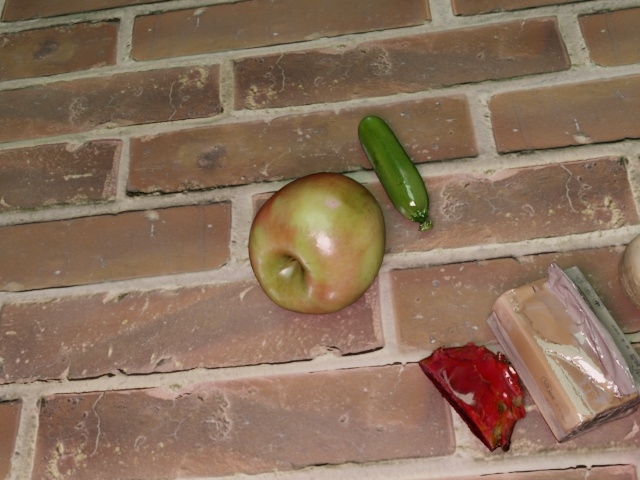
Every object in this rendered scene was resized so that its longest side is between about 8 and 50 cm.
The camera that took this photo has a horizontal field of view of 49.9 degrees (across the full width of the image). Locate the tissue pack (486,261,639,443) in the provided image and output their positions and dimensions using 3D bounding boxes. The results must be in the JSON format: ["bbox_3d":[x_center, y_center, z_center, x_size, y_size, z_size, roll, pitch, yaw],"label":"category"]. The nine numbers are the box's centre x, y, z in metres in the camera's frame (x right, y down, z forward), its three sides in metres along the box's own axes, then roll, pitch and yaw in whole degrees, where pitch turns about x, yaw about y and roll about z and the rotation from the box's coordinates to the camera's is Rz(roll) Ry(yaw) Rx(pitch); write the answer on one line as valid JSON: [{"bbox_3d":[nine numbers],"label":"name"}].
[{"bbox_3d":[0.522,0.212,1.404,0.238,0.238,0.306,-23,61,-4],"label":"tissue pack"}]

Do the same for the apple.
[{"bbox_3d":[0.000,0.000,1.579,0.319,0.319,0.277,21,38,19],"label":"apple"}]

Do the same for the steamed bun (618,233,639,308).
[{"bbox_3d":[0.783,0.080,1.422,0.273,0.290,0.272,-28,65,14],"label":"steamed bun"}]

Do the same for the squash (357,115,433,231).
[{"bbox_3d":[0.191,-0.180,1.757,0.101,0.101,0.379,-21,62,-3],"label":"squash"}]

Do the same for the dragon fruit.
[{"bbox_3d":[0.330,0.314,1.450,0.163,0.189,0.262,-47,65,18],"label":"dragon fruit"}]
